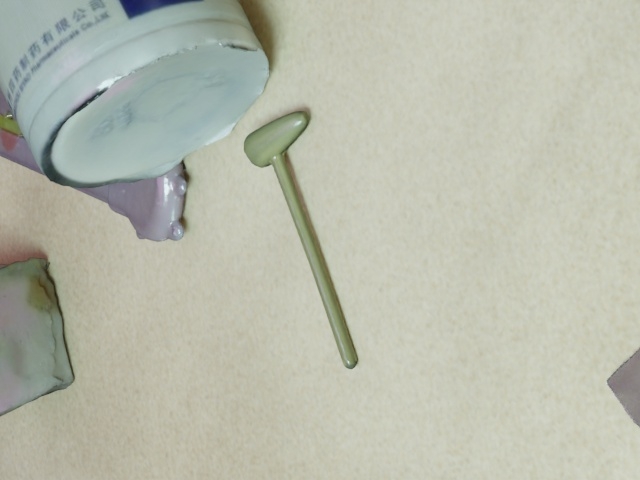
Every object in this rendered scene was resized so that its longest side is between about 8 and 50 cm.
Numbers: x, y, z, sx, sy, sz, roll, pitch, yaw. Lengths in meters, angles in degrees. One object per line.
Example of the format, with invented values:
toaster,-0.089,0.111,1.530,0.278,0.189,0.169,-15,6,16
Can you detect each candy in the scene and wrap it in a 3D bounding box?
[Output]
candy,-0.342,0.097,1.626,0.185,0.195,0.137,-7,97,43

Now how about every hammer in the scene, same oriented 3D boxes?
hammer,0.000,0.000,1.356,0.060,0.028,0.195,-26,81,40

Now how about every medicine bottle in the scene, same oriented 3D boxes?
medicine bottle,-0.191,-0.225,1.391,0.190,0.190,0.332,-46,64,42

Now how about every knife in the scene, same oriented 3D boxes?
knife,-0.244,-0.093,1.588,0.399,0.038,0.132,22,116,42

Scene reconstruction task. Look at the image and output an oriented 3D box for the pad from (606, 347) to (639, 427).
pad,0.259,0.128,1.107,0.188,0.006,0.113,56,132,22
